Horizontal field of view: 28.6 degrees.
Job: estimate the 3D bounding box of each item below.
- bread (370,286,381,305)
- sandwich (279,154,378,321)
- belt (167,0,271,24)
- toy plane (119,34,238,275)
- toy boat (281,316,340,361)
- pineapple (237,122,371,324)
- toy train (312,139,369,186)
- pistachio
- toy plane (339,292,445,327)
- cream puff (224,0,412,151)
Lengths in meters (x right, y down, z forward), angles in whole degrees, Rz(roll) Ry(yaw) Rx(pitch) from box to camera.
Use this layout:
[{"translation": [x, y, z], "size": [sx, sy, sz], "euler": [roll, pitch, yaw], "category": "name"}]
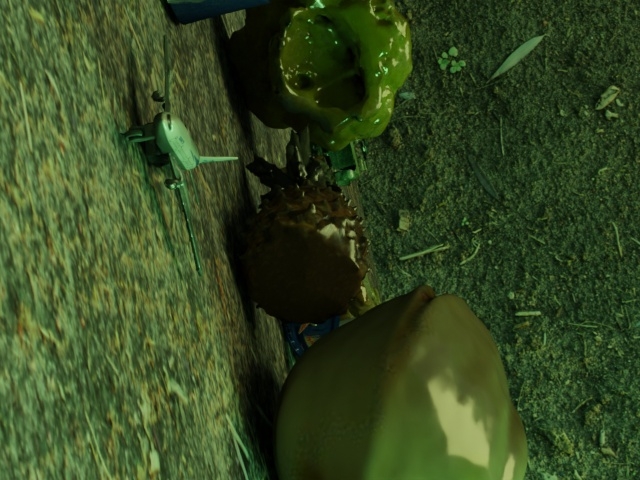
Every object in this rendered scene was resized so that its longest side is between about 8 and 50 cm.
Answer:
[{"translation": [0.070, 0.137, 2.381], "size": [0.156, 0.103, 0.110], "euler": [78, -9, -46], "category": "bread"}, {"translation": [0.005, -0.002, 1.895], "size": [0.254, 0.099, 0.289], "euler": [28, 43, -79], "category": "sandwich"}, {"translation": [-0.136, -0.401, 1.459], "size": [0.347, 0.117, 0.212], "euler": [-98, 174, -45], "category": "belt"}, {"translation": [-0.126, -0.083, 1.104], "size": [0.226, 0.058, 0.226], "euler": [23, 58, -79], "category": "toy plane"}, {"translation": [-0.009, 0.099, 1.666], "size": [0.175, 0.091, 0.110], "euler": [-90, -175, -47], "category": "toy boat"}, {"translation": [-0.020, -0.023, 1.555], "size": [0.364, 0.165, 0.166], "euler": [-95, 170, -70], "category": "pineapple"}, {"translation": [0.035, -0.261, 2.777], "size": [0.189, 0.126, 0.308], "euler": [50, 26, -78], "category": "toy train"}, {"translation": [0.091, 0.230, 1.390], "size": [0.445, 0.281, 0.366], "euler": [20, 84, -75], "category": "pistachio"}, {"translation": [0.091, 0.160, 1.771], "size": [0.267, 0.266, 0.123], "euler": [36, 37, -81], "category": "toy plane"}, {"translation": [-0.007, -0.251, 1.736], "size": [0.185, 0.281, 0.282], "euler": [-45, 125, -57], "category": "cream puff"}]
